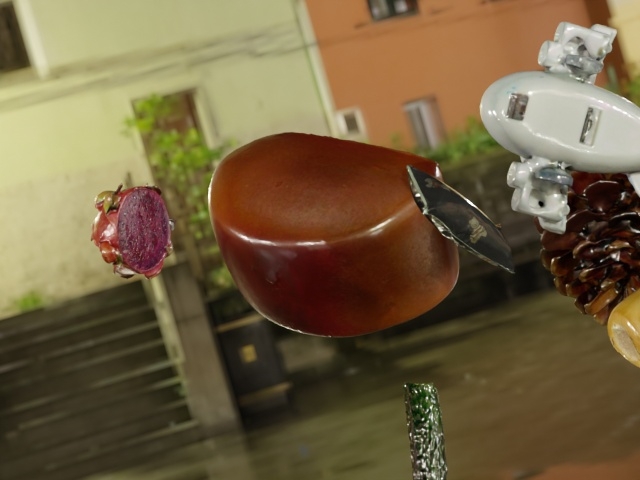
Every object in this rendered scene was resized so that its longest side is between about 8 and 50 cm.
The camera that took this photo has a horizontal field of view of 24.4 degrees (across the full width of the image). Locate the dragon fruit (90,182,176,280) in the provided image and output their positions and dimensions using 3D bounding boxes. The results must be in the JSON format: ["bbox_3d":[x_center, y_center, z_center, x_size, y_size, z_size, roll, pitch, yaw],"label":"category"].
[{"bbox_3d":[-0.222,-0.010,1.688,0.068,0.112,0.126,3,4,30],"label":"dragon fruit"}]

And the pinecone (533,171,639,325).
[{"bbox_3d":[0.446,0.008,2.157,0.264,0.264,0.264,-16,0,0],"label":"pinecone"}]

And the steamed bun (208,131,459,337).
[{"bbox_3d":[0.000,0.000,2.172,0.379,0.235,0.248,12,45,32],"label":"steamed bun"}]

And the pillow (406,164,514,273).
[{"bbox_3d":[0.157,-0.022,1.669,0.048,0.150,0.090,-53,31,6],"label":"pillow"}]

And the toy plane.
[{"bbox_3d":[0.320,-0.139,1.832,0.266,0.267,0.122,-16,8,-13],"label":"toy plane"}]

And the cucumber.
[{"bbox_3d":[0.149,0.292,2.083,0.058,0.187,0.058,-4,-18,-1],"label":"cucumber"}]

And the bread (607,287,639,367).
[{"bbox_3d":[0.418,0.071,1.716,0.239,0.093,0.074,-29,2,-36],"label":"bread"}]
